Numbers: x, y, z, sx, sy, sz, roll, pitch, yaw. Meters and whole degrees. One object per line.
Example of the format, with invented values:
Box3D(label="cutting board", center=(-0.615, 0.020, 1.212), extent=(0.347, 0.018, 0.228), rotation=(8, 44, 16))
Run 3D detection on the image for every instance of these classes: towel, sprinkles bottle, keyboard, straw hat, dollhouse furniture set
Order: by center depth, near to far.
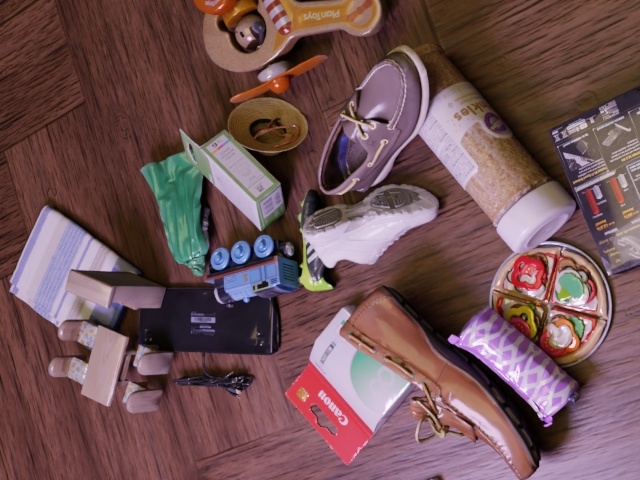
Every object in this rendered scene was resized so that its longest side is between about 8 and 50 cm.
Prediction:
Box3D(label="sprinkles bottle", center=(0.245, -0.148, 1.810), extent=(0.121, 0.121, 0.355), rotation=(-46, 69, 24))
Box3D(label="straw hat", center=(-0.093, -0.184, 2.046), extent=(0.144, 0.144, 0.061), rotation=(37, 149, 26))
Box3D(label="keyboard", center=(-0.213, 0.188, 2.148), extent=(0.317, 0.033, 0.201), rotation=(-1, 85, 32))
Box3D(label="dollhouse furniture set", center=(-0.405, 0.185, 2.150), extent=(0.212, 0.161, 0.242), rotation=(19, 96, 30))
Box3D(label="towel", center=(-0.496, 0.080, 2.318), extent=(0.285, 0.034, 0.209), rotation=(32, 105, 25))

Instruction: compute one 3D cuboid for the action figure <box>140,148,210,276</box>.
Box3D(label="action figure", center=(-0.252, -0.044, 2.148), extent=(0.137, 0.063, 0.232), rotation=(-19, 77, 28))

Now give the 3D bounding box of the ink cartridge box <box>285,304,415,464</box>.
Box3D(label="ink cartridge box", center=(0.043, 0.252, 1.981), extent=(0.181, 0.056, 0.224), rotation=(47, 111, 22))

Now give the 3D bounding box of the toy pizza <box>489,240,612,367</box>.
Box3D(label="toy pizza", center=(0.354, 0.101, 1.799), extent=(0.201, 0.032, 0.201), rotation=(0, 91, 31))

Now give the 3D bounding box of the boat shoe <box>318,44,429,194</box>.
Box3D(label="boat shoe", center=(0.077, -0.180, 1.833), extent=(0.116, 0.097, 0.324), rotation=(55, 150, 17))

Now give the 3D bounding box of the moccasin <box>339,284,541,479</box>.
Box3D(label="moccasin", center=(0.186, 0.240, 1.816), extent=(0.380, 0.139, 0.147), rotation=(42, 94, 11))

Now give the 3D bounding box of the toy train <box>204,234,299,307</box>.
Box3D(label="toy train", center=(-0.123, 0.056, 2.052), extent=(0.184, 0.080, 0.105), rotation=(-16, 68, 30))

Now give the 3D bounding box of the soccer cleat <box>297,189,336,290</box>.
Box3D(label="soccer cleat", center=(0.000, 0.000, 2.004), extent=(0.072, 0.060, 0.178), rotation=(2, 98, 21))

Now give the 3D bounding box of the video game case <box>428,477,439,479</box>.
Box3D(label="video game case", center=(0.120, 0.546, 1.955), extent=(0.285, 0.025, 0.204), rotation=(-30, 76, 28))

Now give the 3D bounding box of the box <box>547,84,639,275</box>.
Box3D(label="box", center=(0.518, -0.116, 1.670), extent=(0.307, 0.076, 0.242), rotation=(-27, 77, 29))

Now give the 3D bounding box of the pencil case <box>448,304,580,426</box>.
Box3D(label="pencil case", center=(0.301, 0.193, 1.779), extent=(0.206, 0.088, 0.086), rotation=(42, 156, 11))

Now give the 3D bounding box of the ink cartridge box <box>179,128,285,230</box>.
Box3D(label="ink cartridge box", center=(-0.156, -0.124, 2.050), extent=(0.062, 0.109, 0.209), rotation=(-40, 68, -16))

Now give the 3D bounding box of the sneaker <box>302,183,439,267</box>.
Box3D(label="sneaker", center=(0.094, -0.018, 1.936), extent=(0.232, 0.090, 0.115), rotation=(-14, 126, 15))

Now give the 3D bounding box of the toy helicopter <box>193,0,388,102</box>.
Box3D(label="toy helicopter", center=(-0.049, -0.361, 1.981), extent=(0.355, 0.140, 0.234), rotation=(-1, 92, 29))
